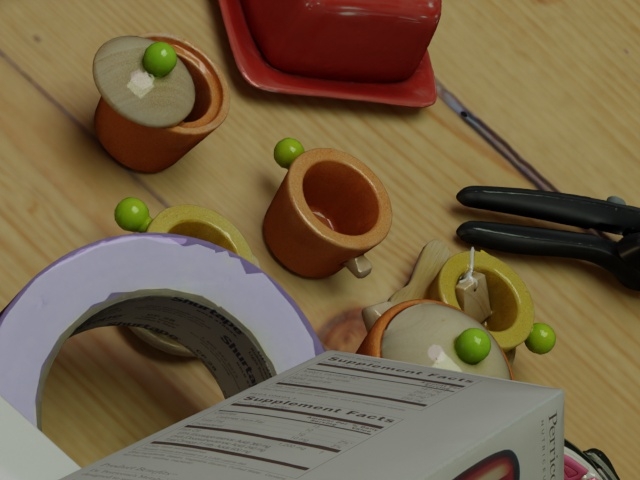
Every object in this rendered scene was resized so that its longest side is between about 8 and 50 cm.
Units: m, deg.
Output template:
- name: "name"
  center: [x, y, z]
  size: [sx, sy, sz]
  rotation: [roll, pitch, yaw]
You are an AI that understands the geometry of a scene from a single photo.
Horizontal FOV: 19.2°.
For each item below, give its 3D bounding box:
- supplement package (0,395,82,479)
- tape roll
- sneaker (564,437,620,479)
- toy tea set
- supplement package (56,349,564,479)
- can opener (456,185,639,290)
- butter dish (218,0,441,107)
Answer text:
- name: "supplement package"
  center: [-0.255, 0.129, 0.823]
  size: [0.262, 0.145, 0.204]
  rotation: [40, 46, 6]
- name: "tape roll"
  center: [-0.091, 0.096, 0.970]
  size: [0.189, 0.080, 0.189]
  rotation: [6, 73, -20]
- name: "sneaker"
  center: [0.141, 0.149, 1.100]
  size: [0.170, 0.063, 0.075]
  rotation: [49, 16, -48]
- name: "toy tea set"
  center: [0.000, 0.000, 1.104]
  size: [0.336, 0.124, 0.200]
  rotation: [33, 47, -8]
- name: "supplement package"
  center: [-0.005, 0.149, 0.822]
  size: [0.244, 0.134, 0.139]
  rotation: [-22, 115, -53]
- name: "can opener"
  center: [0.177, -0.009, 1.273]
  size: [0.186, 0.073, 0.059]
  rotation: [12, 61, -14]
- name: "butter dish"
  center: [0.019, -0.182, 1.251]
  size: [0.160, 0.118, 0.160]
  rotation: [4, 57, -31]
